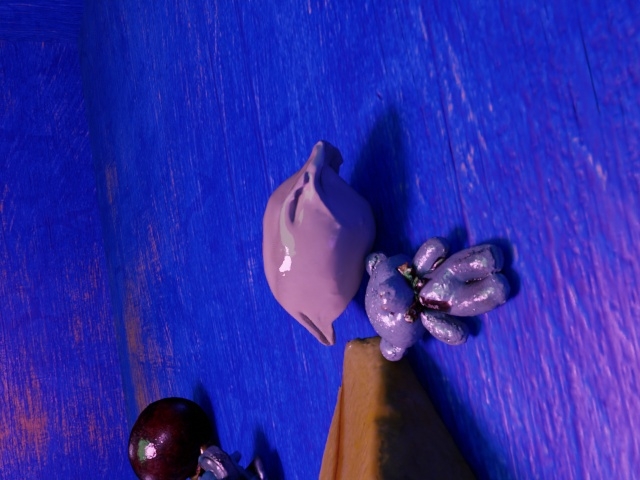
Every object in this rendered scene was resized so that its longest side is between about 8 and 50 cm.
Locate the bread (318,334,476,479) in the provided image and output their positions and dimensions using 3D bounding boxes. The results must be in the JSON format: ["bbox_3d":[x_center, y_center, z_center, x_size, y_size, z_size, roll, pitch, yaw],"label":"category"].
[{"bbox_3d":[0.111,0.299,0.635,0.233,0.245,0.362,117,167,-49],"label":"bread"}]

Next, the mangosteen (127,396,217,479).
[{"bbox_3d":[-0.345,0.481,1.399,0.216,0.216,0.216,22,115,59],"label":"mangosteen"}]

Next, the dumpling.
[{"bbox_3d":[0.000,0.000,0.688,0.162,0.132,0.250,-79,-11,-63],"label":"dumpling"}]

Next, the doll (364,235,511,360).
[{"bbox_3d":[0.099,0.053,0.576,0.180,0.075,0.120,-29,66,60],"label":"doll"}]

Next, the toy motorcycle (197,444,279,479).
[{"bbox_3d":[-0.152,0.504,1.096,0.206,0.154,0.260,32,135,28],"label":"toy motorcycle"}]
